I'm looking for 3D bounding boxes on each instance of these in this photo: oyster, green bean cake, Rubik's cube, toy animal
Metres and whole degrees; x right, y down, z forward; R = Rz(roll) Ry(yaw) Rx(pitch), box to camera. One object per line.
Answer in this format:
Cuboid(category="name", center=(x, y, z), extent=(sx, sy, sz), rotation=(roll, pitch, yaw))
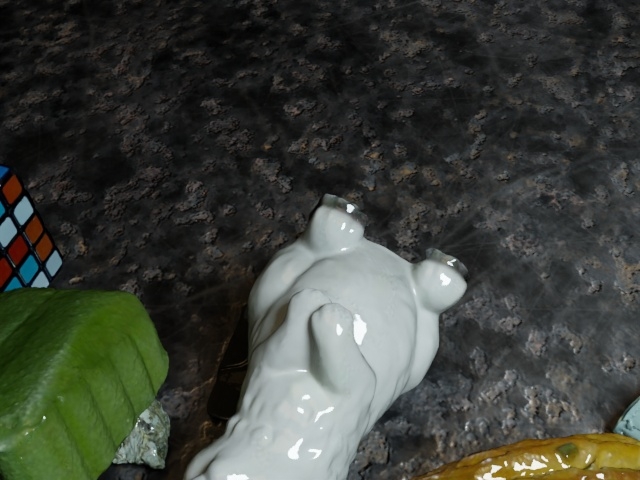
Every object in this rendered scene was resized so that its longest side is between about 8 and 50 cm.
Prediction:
Cuboid(category="oyster", center=(-0.209, 0.197, 0.791), extent=(0.100, 0.037, 0.098), rotation=(-3, 49, 3))
Cuboid(category="green bean cake", center=(-0.287, 0.148, 0.736), extent=(0.222, 0.125, 0.248), rotation=(-2, 30, 23))
Cuboid(category="Rubik's cube", center=(-0.445, 0.018, 0.874), extent=(0.184, 0.182, 0.187), rotation=(10, 51, 16))
Cuboid(category="toy animal", center=(-0.012, 0.150, 0.706), extent=(0.193, 0.258, 0.357), rotation=(23, 64, 10))

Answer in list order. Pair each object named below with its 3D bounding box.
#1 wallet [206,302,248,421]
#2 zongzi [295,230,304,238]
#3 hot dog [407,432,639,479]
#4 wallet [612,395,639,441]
Cuboid(category="wallet", center=(-0.071, 0.137, 0.842), extent=(0.082, 0.018, 0.157), rotation=(11, 52, 13))
Cuboid(category="zongzi", center=(0.000, 0.000, 0.941), extent=(0.073, 0.067, 0.083), rotation=(-5, 30, 17))
Cuboid(category="hot dog", center=(0.147, 0.299, 0.570), extent=(0.387, 0.174, 0.267), rotation=(-16, 73, -7))
Cuboid(category="wallet", center=(0.429, 0.204, 0.691), extent=(0.176, 0.075, 0.250), rotation=(-39, 55, -8))
